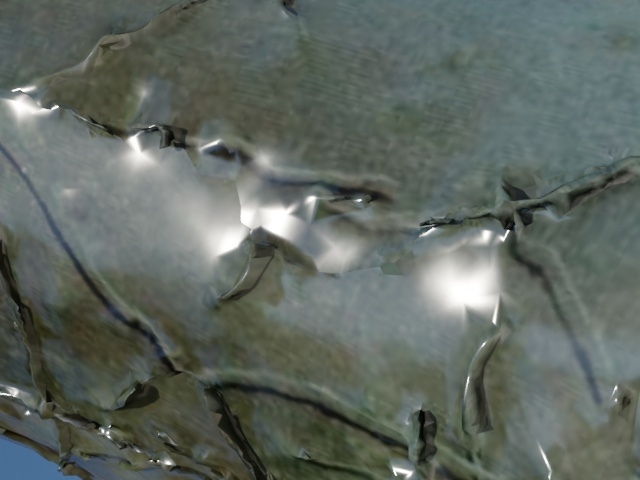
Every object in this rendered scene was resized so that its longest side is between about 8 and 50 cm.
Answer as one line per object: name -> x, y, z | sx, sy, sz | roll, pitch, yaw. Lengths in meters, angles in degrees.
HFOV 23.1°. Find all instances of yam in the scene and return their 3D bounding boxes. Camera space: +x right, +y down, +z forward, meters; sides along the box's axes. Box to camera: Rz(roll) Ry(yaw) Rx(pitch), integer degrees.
yam -> 0.000, 0.000, 0.474 | 0.241, 0.348, 0.241 | -51, -27, -39
